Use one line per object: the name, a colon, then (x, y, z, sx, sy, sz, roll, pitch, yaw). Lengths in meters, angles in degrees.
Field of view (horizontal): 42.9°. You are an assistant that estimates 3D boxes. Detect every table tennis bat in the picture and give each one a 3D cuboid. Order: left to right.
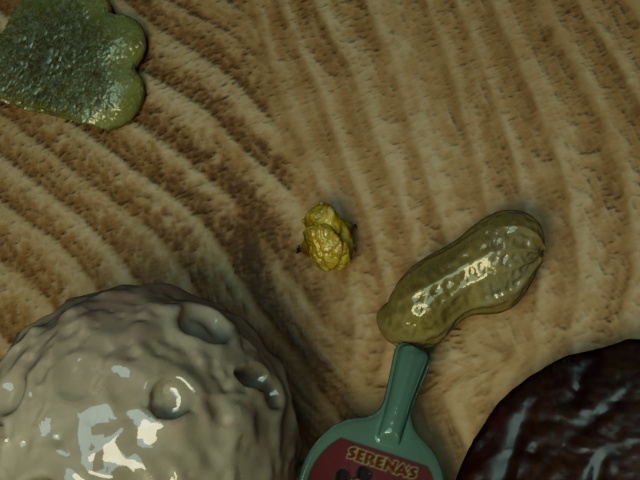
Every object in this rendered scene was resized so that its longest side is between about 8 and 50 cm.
table tennis bat: (0.065, 0.223, 0.850, 0.153, 0.040, 0.244, 20, 68, 1)

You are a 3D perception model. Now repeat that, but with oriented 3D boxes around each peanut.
peanut: (0.159, 0.048, 0.916, 0.214, 0.090, 0.098, -32, 98, 7)

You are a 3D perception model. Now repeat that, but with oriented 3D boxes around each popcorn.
popcorn: (0.000, 0.000, 0.984, 0.084, 0.084, 0.084, -4, 74, 15)

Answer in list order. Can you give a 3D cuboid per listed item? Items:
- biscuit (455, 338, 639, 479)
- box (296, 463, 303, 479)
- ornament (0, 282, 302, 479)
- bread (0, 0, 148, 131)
biscuit: (0.319, 0.296, 0.766, 0.407, 0.091, 0.407, -11, 60, 19)
box: (-0.017, 0.303, 0.932, 0.149, 0.020, 0.073, -42, 70, 1)
ornament: (-0.173, 0.208, 0.837, 0.337, 0.337, 0.337, -4, 74, 15)
bread: (-0.367, -0.272, 1.169, 0.286, 0.056, 0.207, 13, 81, 17)
